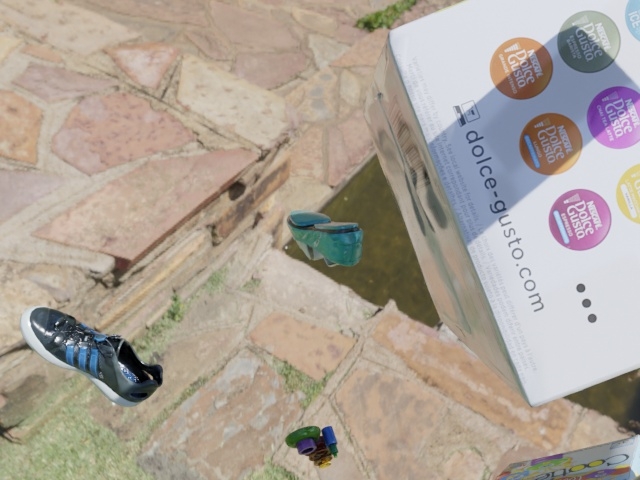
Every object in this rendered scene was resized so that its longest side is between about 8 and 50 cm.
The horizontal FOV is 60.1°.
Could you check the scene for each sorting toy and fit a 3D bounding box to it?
[{"bbox_3d":[-0.004,0.291,0.771,0.061,0.102,0.042,-30,52,9],"label":"sorting toy"}]

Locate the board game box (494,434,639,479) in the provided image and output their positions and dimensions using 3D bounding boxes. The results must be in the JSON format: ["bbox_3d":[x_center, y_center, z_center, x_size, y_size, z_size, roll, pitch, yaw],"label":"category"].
[{"bbox_3d":[0.269,0.340,0.487,0.142,0.144,0.275,4,63,-57],"label":"board game box"}]

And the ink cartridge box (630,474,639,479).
[{"bbox_3d":[0.287,0.149,0.255,0.213,0.093,0.154,-24,57,3],"label":"ink cartridge box"}]

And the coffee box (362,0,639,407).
[{"bbox_3d":[0.266,-0.082,0.609,0.335,0.338,0.337,-21,92,2],"label":"coffee box"}]

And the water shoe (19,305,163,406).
[{"bbox_3d":[-0.303,0.144,0.755,0.203,0.080,0.073,44,23,-23],"label":"water shoe"}]

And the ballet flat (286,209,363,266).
[{"bbox_3d":[0.000,0.000,0.999,0.083,0.087,0.247,-7,12,-23],"label":"ballet flat"}]
